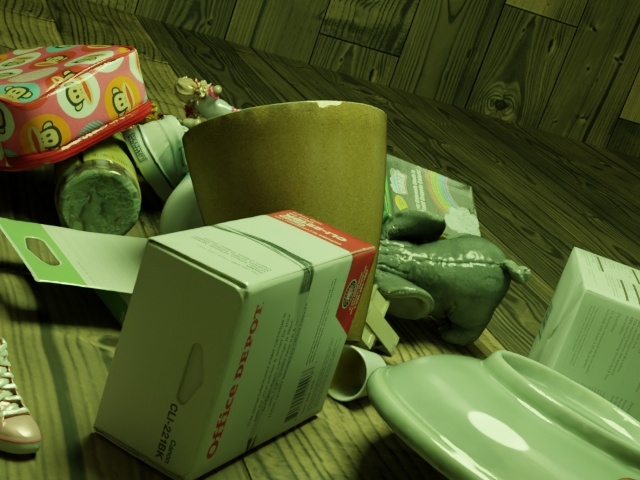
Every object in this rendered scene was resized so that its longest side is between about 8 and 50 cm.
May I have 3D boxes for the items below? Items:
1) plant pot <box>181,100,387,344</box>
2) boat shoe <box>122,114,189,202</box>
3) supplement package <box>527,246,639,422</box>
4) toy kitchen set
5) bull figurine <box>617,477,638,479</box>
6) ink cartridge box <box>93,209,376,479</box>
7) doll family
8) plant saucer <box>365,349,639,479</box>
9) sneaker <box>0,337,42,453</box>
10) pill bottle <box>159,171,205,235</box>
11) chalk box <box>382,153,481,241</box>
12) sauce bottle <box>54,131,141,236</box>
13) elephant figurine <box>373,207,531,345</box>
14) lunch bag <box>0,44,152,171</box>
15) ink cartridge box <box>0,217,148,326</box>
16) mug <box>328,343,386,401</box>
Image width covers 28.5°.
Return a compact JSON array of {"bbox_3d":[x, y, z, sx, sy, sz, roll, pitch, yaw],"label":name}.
[{"bbox_3d":[-0.025,-0.004,1.426,0.237,0.254,0.237,-7,-9,-1],"label":"plant pot"},{"bbox_3d":[-0.209,-0.122,1.769,0.096,0.088,0.267,63,-1,12],"label":"boat shoe"},{"bbox_3d":[0.396,0.163,1.506,0.262,0.199,0.198,20,16,2],"label":"supplement package"},{"bbox_3d":[0.050,0.114,1.584,0.068,0.075,0.083,51,43,-25],"label":"toy kitchen set"},{"bbox_3d":[0.332,0.303,0.977,0.310,0.101,0.188,34,11,6],"label":"bull figurine"},{"bbox_3d":[-0.075,0.090,1.204,0.114,0.197,0.273,24,16,21],"label":"ink cartridge box"},{"bbox_3d":[-0.221,-0.159,1.912,0.163,0.118,0.263,31,-21,-21],"label":"doll family"},{"bbox_3d":[0.238,0.202,1.233,0.400,0.100,0.400,28,7,-4],"label":"plant saucer"},{"bbox_3d":[-0.283,0.125,1.081,0.134,0.070,0.051,32,18,33],"label":"sneaker"},{"bbox_3d":[-0.121,-0.044,1.676,0.146,0.146,0.264,19,16,-1],"label":"pill bottle"},{"bbox_3d":[0.104,-0.027,1.807,0.213,0.132,0.132,19,43,-23],"label":"chalk box"},{"bbox_3d":[-0.305,-0.101,1.707,0.111,0.111,0.344,15,18,-16],"label":"sauce bottle"},{"bbox_3d":[0.115,0.042,1.659,0.239,0.186,0.169,17,26,-20],"label":"elephant figurine"},{"bbox_3d":[-0.373,-0.188,1.651,0.293,0.120,0.258,6,30,40],"label":"lunch bag"},{"bbox_3d":[-0.241,0.042,1.420,0.235,0.056,0.171,6,21,-34],"label":"ink cartridge box"},{"bbox_3d":[0.039,0.143,1.410,0.064,0.062,0.078,10,37,-55],"label":"mug"}]
